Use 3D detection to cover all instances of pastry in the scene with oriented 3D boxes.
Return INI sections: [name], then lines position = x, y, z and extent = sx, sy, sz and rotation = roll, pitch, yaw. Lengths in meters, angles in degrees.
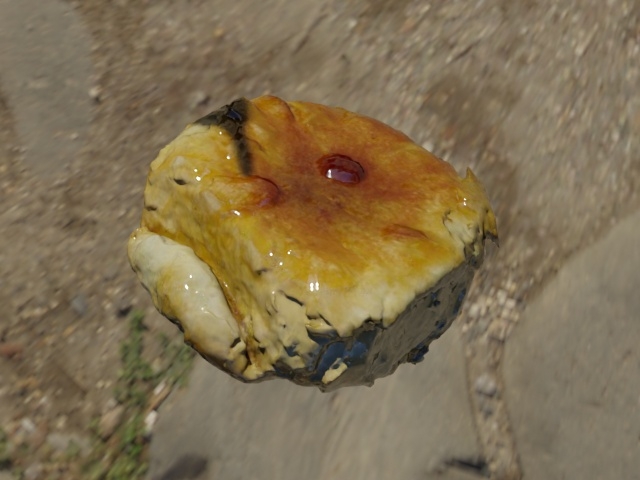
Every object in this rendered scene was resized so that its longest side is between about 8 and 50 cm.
[pastry]
position = 0.000, 0.000, 1.086
extent = 0.229, 0.218, 0.100
rotation = 2, 129, -22
